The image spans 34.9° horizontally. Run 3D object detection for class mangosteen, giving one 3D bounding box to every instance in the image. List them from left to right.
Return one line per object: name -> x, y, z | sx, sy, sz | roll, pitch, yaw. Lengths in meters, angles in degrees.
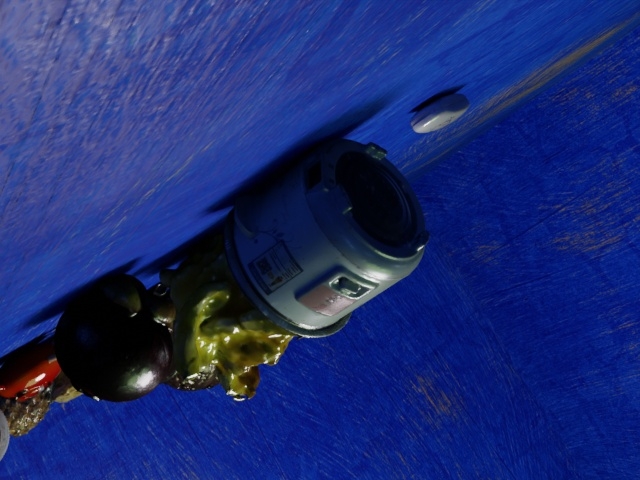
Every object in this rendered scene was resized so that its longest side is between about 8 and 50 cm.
mangosteen -> -0.325, 0.160, 1.632 | 0.210, 0.209, 0.210 | -31, 178, -1

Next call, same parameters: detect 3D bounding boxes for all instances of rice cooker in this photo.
rice cooker -> 0.000, 0.000, 1.598 | 0.317, 0.264, 0.316 | -4, 145, -3

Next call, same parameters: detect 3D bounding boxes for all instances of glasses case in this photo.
glasses case -> 0.226, -0.240, 1.914 | 0.076, 0.049, 0.197 | -32, 178, 26

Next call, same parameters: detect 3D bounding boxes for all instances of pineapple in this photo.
pineapple -> -0.654, 0.351, 2.398 | 0.248, 0.128, 0.128 | -37, 180, -21

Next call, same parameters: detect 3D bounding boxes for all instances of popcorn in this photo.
popcorn -> -0.164, 0.123, 1.866 | 0.326, 0.290, 0.321 | -35, 170, -32

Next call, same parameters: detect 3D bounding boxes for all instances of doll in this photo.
doll -> -0.516, 0.228, 1.877 | 0.183, 0.085, 0.217 | -31, -173, 30

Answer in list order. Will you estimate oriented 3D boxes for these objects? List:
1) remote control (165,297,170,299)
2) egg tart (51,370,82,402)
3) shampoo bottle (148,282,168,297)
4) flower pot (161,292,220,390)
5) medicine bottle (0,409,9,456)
remote control -> -0.396, 0.166, 2.257 | 0.078, 0.042, 0.221 | -1, 166, -32
egg tart -> -0.447, 0.209, 2.057 | 0.291, 0.107, 0.291 | -37, -172, 6
shampoo bottle -> -0.358, 0.117, 2.224 | 0.048, 0.027, 0.137 | -20, 174, -20
flower pot -> -0.352, 0.245, 2.490 | 0.267, 0.266, 0.267 | -32, 166, 18
medicine bottle -> -0.643, 0.352, 1.814 | 0.165, 0.165, 0.273 | -31, 177, -14
